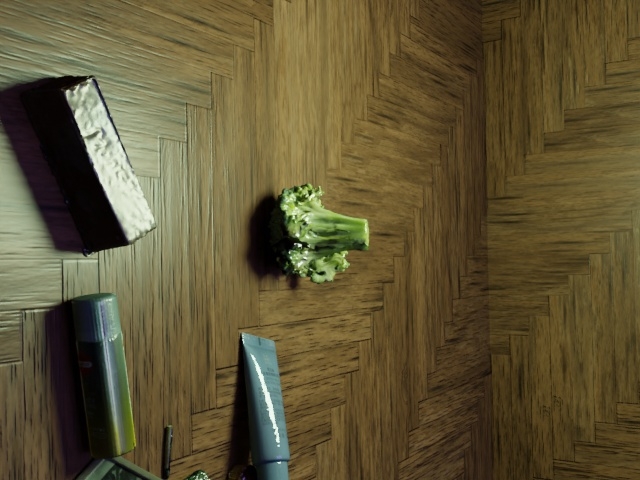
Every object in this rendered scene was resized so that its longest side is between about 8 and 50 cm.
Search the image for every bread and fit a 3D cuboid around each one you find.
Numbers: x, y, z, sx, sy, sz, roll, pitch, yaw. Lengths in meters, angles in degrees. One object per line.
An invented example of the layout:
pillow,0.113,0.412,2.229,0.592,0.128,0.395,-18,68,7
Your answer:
bread,-0.170,0.547,1.729,0.085,0.053,0.085,6,83,-58

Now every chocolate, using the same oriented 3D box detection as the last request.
chocolate,-0.394,-0.127,1.346,0.112,0.111,0.321,-43,124,-48

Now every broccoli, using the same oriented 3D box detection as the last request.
broccoli,0.000,0.000,1.858,0.247,0.243,0.263,-50,136,-65

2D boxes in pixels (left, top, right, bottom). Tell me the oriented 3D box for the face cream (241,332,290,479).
face cream,-0.123,0.406,1.759,0.135,0.086,0.386,27,49,-55

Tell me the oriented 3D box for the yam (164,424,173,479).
yam,-0.308,0.428,1.548,0.014,0.014,0.107,13,78,-58

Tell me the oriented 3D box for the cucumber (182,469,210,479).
cucumber,-0.291,0.513,1.535,0.187,0.058,0.058,-5,93,-60

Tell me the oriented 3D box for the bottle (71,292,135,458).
bottle,-0.386,0.238,1.365,0.082,0.082,0.286,-14,100,-58

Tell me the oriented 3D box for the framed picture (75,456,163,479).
framed picture,-0.319,0.487,1.298,0.209,0.281,0.019,-51,157,-49
